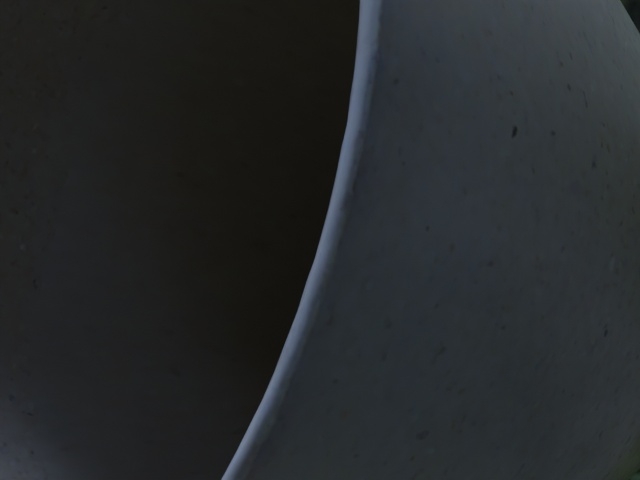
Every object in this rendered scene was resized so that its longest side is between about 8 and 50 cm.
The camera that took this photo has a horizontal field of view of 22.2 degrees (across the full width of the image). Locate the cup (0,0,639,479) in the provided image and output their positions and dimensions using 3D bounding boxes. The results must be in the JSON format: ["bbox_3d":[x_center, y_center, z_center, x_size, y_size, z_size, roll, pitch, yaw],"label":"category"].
[{"bbox_3d":[0.000,0.000,0.578,0.237,0.331,0.331,16,-20,-36],"label":"cup"}]
